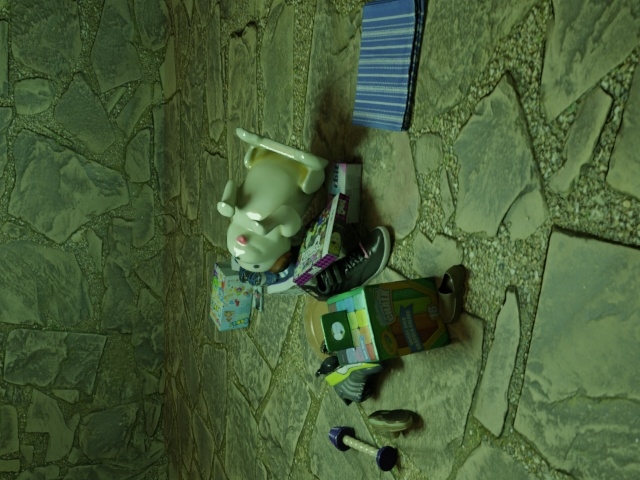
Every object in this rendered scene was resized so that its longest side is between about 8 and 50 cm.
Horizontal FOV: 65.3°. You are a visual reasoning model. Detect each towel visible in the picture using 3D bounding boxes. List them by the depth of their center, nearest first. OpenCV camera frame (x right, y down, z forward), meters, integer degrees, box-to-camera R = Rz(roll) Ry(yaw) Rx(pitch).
[{"bbox_3d":[0.168,-0.470,1.339,0.243,0.040,0.336,28,118,54],"label":"towel"}]

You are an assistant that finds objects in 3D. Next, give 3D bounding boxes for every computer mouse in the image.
[{"bbox_3d":[0.017,0.409,1.632,0.041,0.071,0.242,55,157,10],"label":"computer mouse"}]

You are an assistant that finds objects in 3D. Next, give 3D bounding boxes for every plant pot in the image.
[{"bbox_3d":[0.015,0.289,1.693,0.236,0.032,0.236,12,104,58],"label":"plant pot"}]

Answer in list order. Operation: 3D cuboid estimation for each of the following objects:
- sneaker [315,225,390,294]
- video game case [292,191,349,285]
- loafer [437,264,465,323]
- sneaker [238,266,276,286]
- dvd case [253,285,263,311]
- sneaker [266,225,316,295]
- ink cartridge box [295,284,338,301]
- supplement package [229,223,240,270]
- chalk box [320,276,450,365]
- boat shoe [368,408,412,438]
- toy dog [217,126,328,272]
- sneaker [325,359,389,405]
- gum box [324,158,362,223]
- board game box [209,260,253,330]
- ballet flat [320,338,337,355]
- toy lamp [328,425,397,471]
[{"bbox_3d":[0.085,0.071,1.444,0.296,0.146,0.105,-58,46,42],"label":"sneaker"},{"bbox_3d":[0.000,0.000,1.464,0.232,0.041,0.210,-41,30,53],"label":"video game case"},{"bbox_3d":[0.304,0.130,1.192,0.056,0.050,0.148,21,112,55],"label":"loafer"},{"bbox_3d":[-0.231,0.120,1.783,0.211,0.081,0.080,25,108,56],"label":"sneaker"},{"bbox_3d":[-0.269,0.240,2.156,0.087,0.013,0.120,20,110,55],"label":"dvd case"},{"bbox_3d":[-0.100,0.065,1.779,0.323,0.130,0.236,150,121,-61],"label":"sneaker"},{"bbox_3d":[0.025,0.184,1.522,0.145,0.179,0.045,27,106,54],"label":"ink cartridge box"},{"bbox_3d":[-0.252,0.023,1.971,0.203,0.149,0.194,0,94,59],"label":"supplement package"},{"bbox_3d":[0.140,0.205,1.239,0.179,0.289,0.180,-29,70,56],"label":"chalk box"},{"bbox_3d":[0.206,0.518,1.401,0.072,0.068,0.190,67,155,6],"label":"boat shoe"},{"bbox_3d":[-0.166,-0.102,1.554,0.395,0.284,0.408,-23,-45,-80],"label":"toy dog"},{"bbox_3d":[0.125,0.409,1.484,0.121,0.111,0.300,59,148,13],"label":"sneaker"},{"bbox_3d":[0.067,-0.152,1.520,0.107,0.062,0.188,20,111,55],"label":"gum box"},{"bbox_3d":[-0.398,0.244,2.239,0.142,0.144,0.275,39,125,50],"label":"board game box"},{"bbox_3d":[0.083,0.310,1.528,0.250,0.058,0.084,-26,81,44],"label":"ballet flat"},{"bbox_3d":[0.119,0.631,1.533,0.274,0.080,0.080,-3,91,57],"label":"toy lamp"}]
